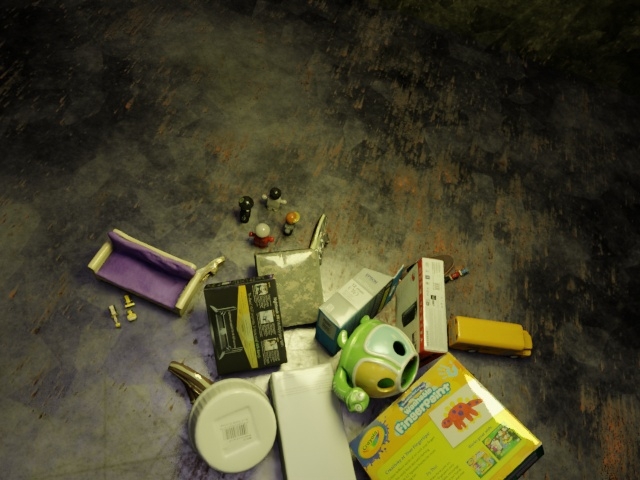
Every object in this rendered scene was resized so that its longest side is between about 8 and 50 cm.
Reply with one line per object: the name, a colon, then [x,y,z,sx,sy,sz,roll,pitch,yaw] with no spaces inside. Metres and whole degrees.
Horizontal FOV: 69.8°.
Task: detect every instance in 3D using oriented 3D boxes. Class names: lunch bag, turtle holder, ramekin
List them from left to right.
ramekin: [-0.271,0.583,1.441,0.277,0.135,0.277,3,80,-18]
lunch bag: [-0.115,0.179,1.704,0.235,0.169,0.286,-6,90,-12]
turtle holder: [0.176,0.398,1.500,0.228,0.320,0.243,16,98,35]

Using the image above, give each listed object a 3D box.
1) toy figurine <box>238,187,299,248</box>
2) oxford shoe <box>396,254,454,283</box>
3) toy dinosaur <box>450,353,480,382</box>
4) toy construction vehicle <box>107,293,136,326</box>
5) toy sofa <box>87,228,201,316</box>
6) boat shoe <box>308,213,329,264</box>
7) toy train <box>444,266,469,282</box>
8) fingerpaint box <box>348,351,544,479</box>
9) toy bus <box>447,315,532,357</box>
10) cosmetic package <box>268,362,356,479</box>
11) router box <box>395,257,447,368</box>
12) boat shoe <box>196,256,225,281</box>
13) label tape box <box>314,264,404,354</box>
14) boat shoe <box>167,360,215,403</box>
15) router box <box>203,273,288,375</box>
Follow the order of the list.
toy figurine: [-0.210,-0.098,1.844,0.210,0.148,0.213,-24,69,-21]
oxford shoe: [0.448,0.115,1.891,0.271,0.098,0.096,-20,69,-20]
toy dinosaur: [0.496,0.574,1.662,0.127,0.200,0.295,6,83,30]
toy construction vehicle: [-0.705,0.251,1.635,0.086,0.035,0.098,-21,71,-32]
toy sofa: [-0.622,0.118,1.636,0.363,0.177,0.150,24,61,1]
boat shoe: [0.000,0.000,1.879,0.073,0.080,0.223,20,66,-7]
toy train: [0.565,0.147,1.933,0.158,0.036,0.027,-21,69,-20]
fingerpaint box: [0.375,0.641,1.413,0.445,0.163,0.371,-42,48,-4]
toy bus: [0.663,0.375,1.782,0.333,0.130,0.108,9,62,-7]
cosmetic package: [-0.036,0.620,1.507,0.217,0.156,0.384,-4,65,-13]
router box: [0.358,0.277,1.676,0.082,0.301,0.335,9,61,-7]
boat shoe: [-0.417,0.112,1.754,0.135,0.050,0.045,-35,77,-14]
label tape box: [0.141,0.228,1.683,0.115,0.249,0.348,39,61,21]
boat shoe: [-0.409,0.499,1.530,0.258,0.095,0.095,29,67,4]
router box: [-0.253,0.286,1.576,0.243,0.081,0.308,-8,98,-7]
